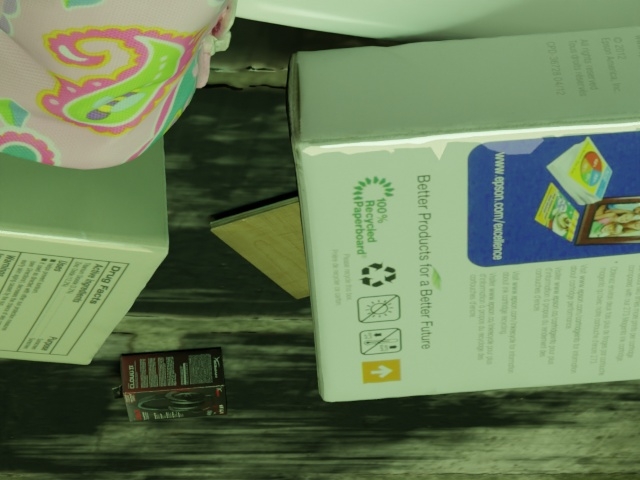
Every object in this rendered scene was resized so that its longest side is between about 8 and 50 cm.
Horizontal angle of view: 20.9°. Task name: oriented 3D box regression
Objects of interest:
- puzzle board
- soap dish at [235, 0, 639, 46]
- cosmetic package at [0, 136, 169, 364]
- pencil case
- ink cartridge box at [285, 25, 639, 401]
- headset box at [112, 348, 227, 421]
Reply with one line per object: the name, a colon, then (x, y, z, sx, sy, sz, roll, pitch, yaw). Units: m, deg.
puzzle board: (0.000, 0.000, 1.115, 0.096, 0.011, 0.128, -17, 152, 20)
soap dish: (0.102, -0.171, 0.668, 0.291, 0.118, 0.229, 4, 152, -19)
cosmetic package: (-0.250, -0.024, 0.908, 0.309, 0.113, 0.160, 6, 151, -23)
pencil case: (-0.058, -0.127, 0.554, 0.124, 0.124, 0.284, 5, 154, -19)
ink cartridge box: (0.176, -0.014, 0.748, 0.371, 0.069, 0.176, -3, 139, 2)
headset box: (-0.112, 0.108, 1.288, 0.083, 0.032, 0.062, -5, 154, -4)
